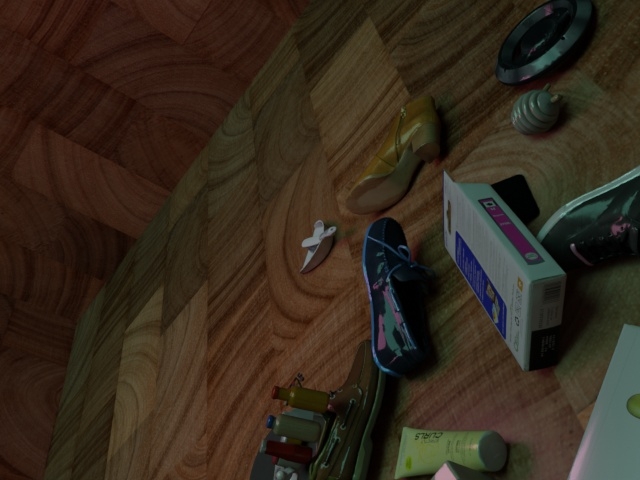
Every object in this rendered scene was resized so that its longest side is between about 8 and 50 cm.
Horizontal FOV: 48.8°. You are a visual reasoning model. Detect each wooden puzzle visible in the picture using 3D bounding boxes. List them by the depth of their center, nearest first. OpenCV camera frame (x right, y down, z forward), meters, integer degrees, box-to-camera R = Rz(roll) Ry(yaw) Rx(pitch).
[{"bbox_3d":[-0.064,0.357,1.674,0.083,0.006,0.049,-55,27,13],"label":"wooden puzzle"}]

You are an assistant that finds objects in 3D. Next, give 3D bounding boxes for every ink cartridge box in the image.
[{"bbox_3d":[0.292,0.030,1.184,0.371,0.069,0.176,-114,14,-56],"label":"ink cartridge box"}]

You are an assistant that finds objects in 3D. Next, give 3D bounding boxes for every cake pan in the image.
[{"bbox_3d":[-0.064,0.496,1.489,0.293,0.054,0.293,-42,33,35],"label":"cake pan"}]

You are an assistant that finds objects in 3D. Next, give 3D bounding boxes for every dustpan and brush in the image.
[{"bbox_3d":[0.000,0.000,1.842,0.211,0.060,0.147,-18,50,55],"label":"dustpan and brush"}]

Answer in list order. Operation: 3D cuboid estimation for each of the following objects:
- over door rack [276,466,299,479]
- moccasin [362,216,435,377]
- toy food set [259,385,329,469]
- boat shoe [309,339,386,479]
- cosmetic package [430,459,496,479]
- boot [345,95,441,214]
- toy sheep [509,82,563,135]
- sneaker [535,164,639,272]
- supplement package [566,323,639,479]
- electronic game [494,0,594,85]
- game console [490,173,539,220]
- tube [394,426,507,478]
[{"bbox_3d":[-0.065,0.603,1.235,0.239,0.108,0.324,30,91,39],"label":"over door rack"},{"bbox_3d":[0.170,0.100,1.401,0.117,0.138,0.342,-31,53,39],"label":"moccasin"},{"bbox_3d":[-0.067,0.365,1.353,0.232,0.104,0.111,117,165,-54],"label":"toy food set"},{"bbox_3d":[0.053,0.323,1.357,0.111,0.104,0.307,114,170,-58],"label":"boat shoe"},{"bbox_3d":[0.228,0.463,0.936,0.160,0.113,0.309,-57,28,10],"label":"cosmetic package"},{"bbox_3d":[0.176,-0.206,1.705,0.295,0.104,0.211,-39,29,29],"label":"boot"},{"bbox_3d":[0.408,-0.244,1.328,0.132,0.091,0.091,130,158,-64],"label":"toy sheep"},{"bbox_3d":[0.434,-0.002,1.020,0.296,0.104,0.147,-38,30,32],"label":"sneaker"},{"bbox_3d":[0.393,0.252,0.740,0.145,0.204,0.262,7,71,63],"label":"supplement package"},{"bbox_3d":[0.453,-0.410,1.444,0.229,0.048,0.229,-39,29,26],"label":"electronic game"},{"bbox_3d":[0.347,-0.052,1.331,0.122,0.071,0.107,-94,11,-49],"label":"game console"},{"bbox_3d":[0.199,0.349,1.161,0.070,0.062,0.240,-29,1,-34],"label":"tube"}]
